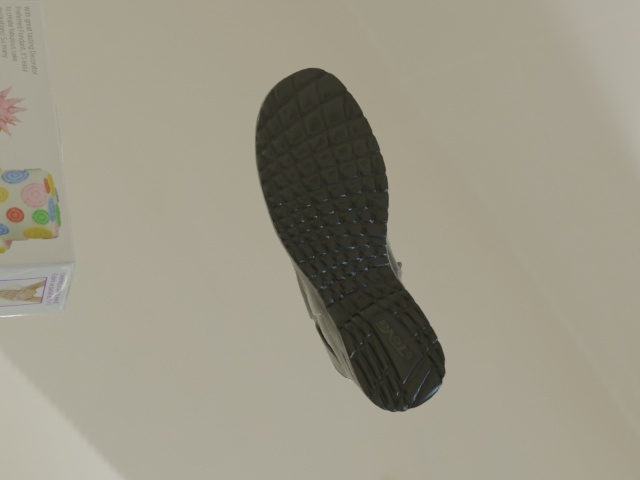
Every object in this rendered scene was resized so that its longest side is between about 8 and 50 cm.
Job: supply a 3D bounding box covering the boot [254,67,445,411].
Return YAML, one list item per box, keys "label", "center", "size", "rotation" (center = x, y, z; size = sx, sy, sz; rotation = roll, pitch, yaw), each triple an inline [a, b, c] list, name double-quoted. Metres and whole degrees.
- label: "boot"
  center: [0.000, 0.000, 1.266]
  size: [0.161, 0.083, 0.246]
  rotation: [-155, 44, -73]

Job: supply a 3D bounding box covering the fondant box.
- label: "fondant box"
  center: [-0.362, -0.058, 1.372]
  size: [0.096, 0.330, 0.238]
  rotation: [113, 150, -59]
